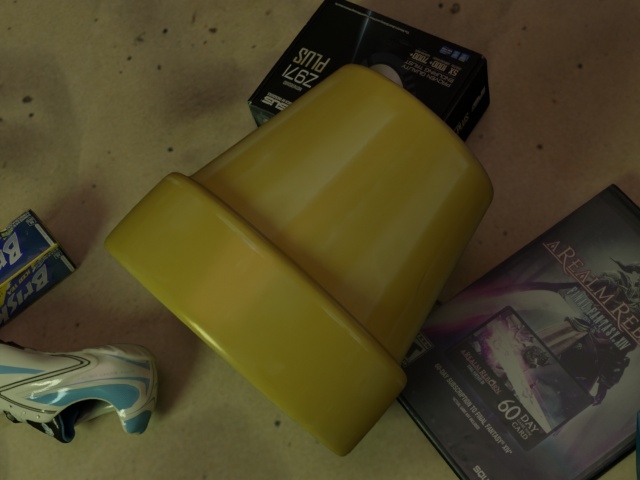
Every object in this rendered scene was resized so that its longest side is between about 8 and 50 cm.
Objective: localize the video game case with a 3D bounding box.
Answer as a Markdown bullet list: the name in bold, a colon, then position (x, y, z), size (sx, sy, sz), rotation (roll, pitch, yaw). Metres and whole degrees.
- **video game case**: position (0.207, 0.095, 0.959), size (0.274, 0.026, 0.196), rotation (-35, 61, -8)

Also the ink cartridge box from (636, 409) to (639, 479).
- **ink cartridge box**: position (0.300, 0.200, 0.794), size (0.140, 0.082, 0.190), rotation (-1, 25, 11)

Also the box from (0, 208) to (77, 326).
- **box**: position (-0.318, 0.049, 1.067), size (0.169, 0.059, 0.054), rotation (-39, 64, -11)

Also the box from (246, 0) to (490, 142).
- **box**: position (0.048, -0.132, 1.083), size (0.180, 0.077, 0.147), rotation (28, 71, 23)

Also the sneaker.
- **sneaker**: position (-0.259, 0.133, 0.998), size (0.237, 0.085, 0.086), rotation (-2, 69, 14)

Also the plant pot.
- **plant pot**: position (0.000, 0.000, 0.902), size (0.254, 0.254, 0.239), rotation (38, 82, 26)
